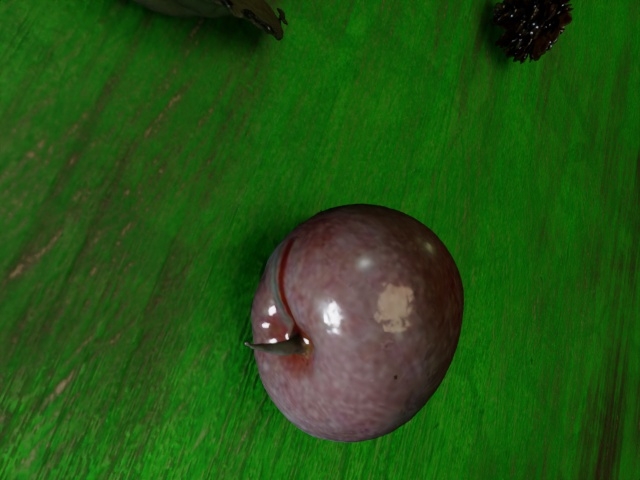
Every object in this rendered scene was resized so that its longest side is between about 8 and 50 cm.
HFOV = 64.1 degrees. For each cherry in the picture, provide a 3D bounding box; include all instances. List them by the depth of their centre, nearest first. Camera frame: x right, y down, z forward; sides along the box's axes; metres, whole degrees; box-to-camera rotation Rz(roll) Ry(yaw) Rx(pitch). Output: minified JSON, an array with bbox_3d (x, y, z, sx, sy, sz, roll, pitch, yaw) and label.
[{"bbox_3d":[0.037,0.083,0.525,0.285,0.236,0.213,-7,51,-49],"label":"cherry"}]

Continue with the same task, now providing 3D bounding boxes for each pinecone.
[{"bbox_3d":[0.359,-0.382,0.883,0.120,0.140,0.140,23,71,-8],"label":"pinecone"}]

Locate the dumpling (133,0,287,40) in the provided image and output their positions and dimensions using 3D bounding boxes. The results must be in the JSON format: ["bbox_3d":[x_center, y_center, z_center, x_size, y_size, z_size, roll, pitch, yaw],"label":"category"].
[{"bbox_3d":[-0.163,-0.261,0.454,0.332,0.086,0.166,30,37,-36],"label":"dumpling"}]

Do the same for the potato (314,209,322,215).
[{"bbox_3d":[0.000,-0.001,0.620,0.093,0.036,0.037,56,17,-46],"label":"potato"}]
